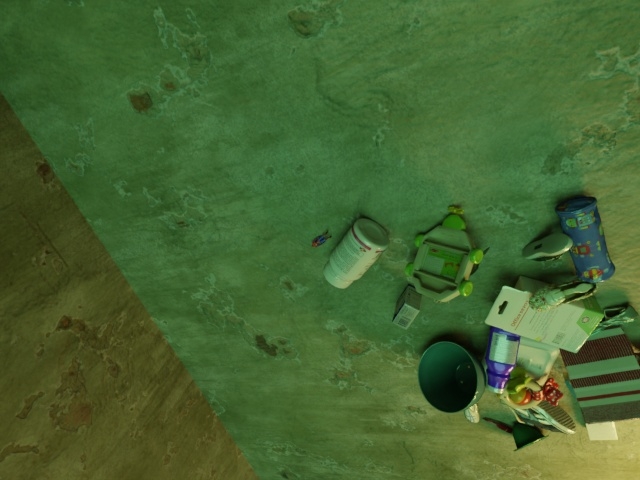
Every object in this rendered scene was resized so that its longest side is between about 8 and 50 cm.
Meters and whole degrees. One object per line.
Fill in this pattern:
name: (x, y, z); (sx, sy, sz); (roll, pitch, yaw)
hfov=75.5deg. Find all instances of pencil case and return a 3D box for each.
pencil case: (0.892, -0.005, 1.388); (0.119, 0.133, 0.306); (-4, 122, 51)

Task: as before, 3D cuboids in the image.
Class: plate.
plate: (0.857, 0.510, 1.776); (0.278, 0.045, 0.277); (11, 123, 12)

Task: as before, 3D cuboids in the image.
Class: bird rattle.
bird rattle: (0.871, 0.632, 1.752); (0.254, 0.143, 0.206); (25, 121, -11)

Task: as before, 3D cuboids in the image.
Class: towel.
towel: (1.072, 0.505, 1.562); (0.237, 0.328, 0.037); (-23, 150, 29)

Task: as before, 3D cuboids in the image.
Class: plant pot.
plant pot: (0.604, 0.596, 1.808); (0.196, 0.290, 0.290); (16, 136, -38)

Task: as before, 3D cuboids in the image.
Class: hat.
hat: (0.957, 0.894, 1.999); (0.209, 0.183, 0.172); (-3, 140, -29)

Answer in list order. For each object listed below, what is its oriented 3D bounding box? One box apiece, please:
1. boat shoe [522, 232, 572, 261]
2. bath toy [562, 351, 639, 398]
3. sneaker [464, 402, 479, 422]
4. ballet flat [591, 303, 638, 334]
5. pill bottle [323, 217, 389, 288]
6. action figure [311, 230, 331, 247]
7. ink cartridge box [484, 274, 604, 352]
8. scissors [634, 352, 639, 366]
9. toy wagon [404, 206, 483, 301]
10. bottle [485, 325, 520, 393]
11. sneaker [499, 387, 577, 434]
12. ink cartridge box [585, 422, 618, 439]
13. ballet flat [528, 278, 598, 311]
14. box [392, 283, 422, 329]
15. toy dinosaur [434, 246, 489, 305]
boat shoe: (0.796, 0.030, 1.427); (0.070, 0.077, 0.219); (22, 167, -4)
bath toy: (1.158, 0.521, 1.628); (0.348, 0.151, 0.129); (-32, 142, 27)
sneaker: (0.723, 0.787, 1.975); (0.086, 0.085, 0.237); (-13, 117, 31)
ballet flat: (1.072, 0.300, 1.563); (0.213, 0.072, 0.068); (-34, 78, 32)
pill bottle: (0.136, 0.059, 1.670); (0.160, 0.160, 0.283); (34, 126, -4)
action figure: (0.000, 0.000, 1.763); (0.115, 0.030, 0.038); (-35, 100, 38)
ink cartridge box: (0.834, 0.269, 1.581); (0.354, 0.119, 0.207); (17, 122, 8)
scissors: (1.245, 0.405, 1.506); (0.297, 0.108, 0.021); (-40, 138, 19)
toy wagon: (0.463, 0.047, 1.520); (0.267, 0.068, 0.344); (19, 91, 50)
bottle: (0.737, 0.477, 1.689); (0.118, 0.092, 0.282); (8, 96, 17)
sneaker: (0.966, 0.767, 1.854); (0.321, 0.126, 0.127); (33, 121, 11)
ink cartridge box: (1.217, 0.781, 1.810); (0.109, 0.062, 0.209); (-15, 115, 27)
ballet flat: (0.853, 0.182, 1.448); (0.241, 0.077, 0.091); (-21, 76, -1)
box: (0.367, 0.278, 1.742); (0.072, 0.137, 0.126); (26, 126, 4)
toy dinosaur: (0.529, 0.107, 1.608); (0.160, 0.121, 0.313); (28, 121, -29)
